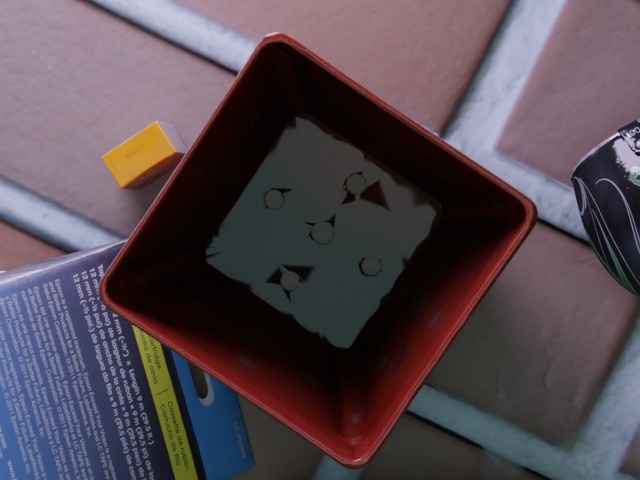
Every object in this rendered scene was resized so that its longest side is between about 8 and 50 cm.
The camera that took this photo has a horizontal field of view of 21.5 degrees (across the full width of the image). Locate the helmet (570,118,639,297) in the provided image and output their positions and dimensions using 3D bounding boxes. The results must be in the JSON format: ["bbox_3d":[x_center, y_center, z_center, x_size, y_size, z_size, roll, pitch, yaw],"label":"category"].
[{"bbox_3d":[0.316,-0.022,1.519,0.169,0.169,0.161,-30,76,3],"label":"helmet"}]

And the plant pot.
[{"bbox_3d":[0.000,0.000,1.482,0.267,0.236,0.267,34,95,-2],"label":"plant pot"}]

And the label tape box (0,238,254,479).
[{"bbox_3d":[-0.239,0.147,1.511,0.115,0.348,0.249,-11,97,41],"label":"label tape box"}]

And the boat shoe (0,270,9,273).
[{"bbox_3d":[-0.351,0.067,1.580,0.184,0.063,0.066,-4,94,2],"label":"boat shoe"}]

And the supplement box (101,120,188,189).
[{"bbox_3d":[-0.158,-0.077,1.548,0.062,0.098,0.036,-33,89,5],"label":"supplement box"}]
